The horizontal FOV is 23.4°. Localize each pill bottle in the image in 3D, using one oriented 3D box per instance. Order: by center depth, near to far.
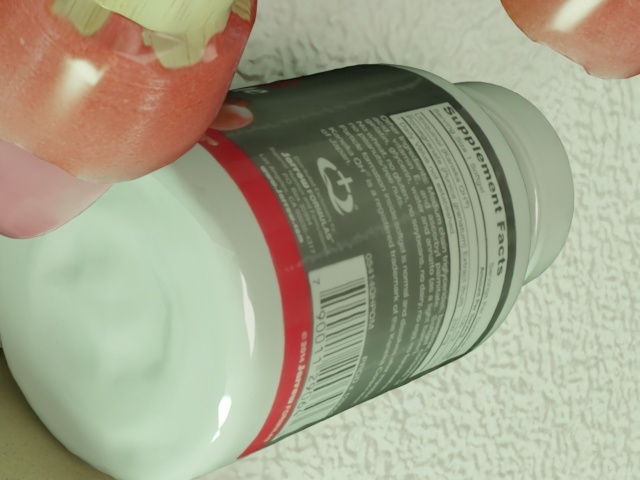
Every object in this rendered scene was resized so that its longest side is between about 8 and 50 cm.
[{"bbox_3d":[0.000,0.000,0.816,0.318,0.176,0.176,-17,119,-49],"label":"pill bottle"}]

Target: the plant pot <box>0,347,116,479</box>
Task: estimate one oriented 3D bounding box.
[{"bbox_3d":[-0.164,0.217,0.763,0.284,0.191,0.284,-18,119,-36],"label":"plant pot"}]

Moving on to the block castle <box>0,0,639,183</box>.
[{"bbox_3d":[-0.045,-0.254,0.527,0.303,0.213,0.453,-15,73,-34],"label":"block castle"}]

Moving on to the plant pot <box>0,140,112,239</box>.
[{"bbox_3d":[-0.156,-0.127,0.638,0.180,0.201,0.201,32,85,-29],"label":"plant pot"}]
